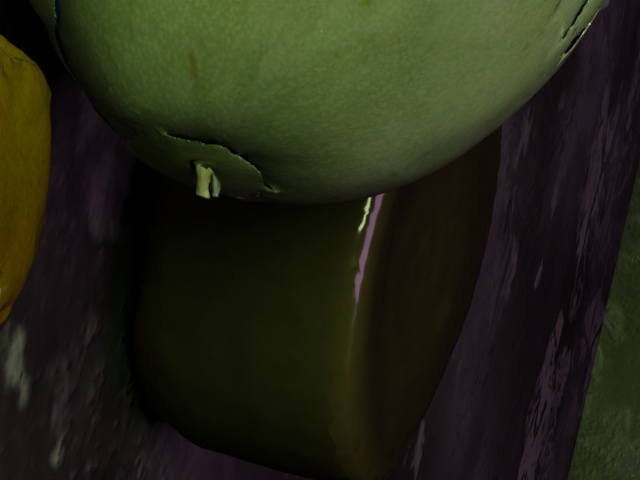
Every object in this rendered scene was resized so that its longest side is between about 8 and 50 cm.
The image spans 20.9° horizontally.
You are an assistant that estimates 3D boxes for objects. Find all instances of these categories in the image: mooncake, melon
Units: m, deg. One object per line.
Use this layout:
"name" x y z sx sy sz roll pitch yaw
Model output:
"mooncake" 0.000 0.000 1.058 0.284 0.155 0.284 14 90 -74
"melon" 0.008 -0.162 0.788 0.330 0.268 0.268 -62 158 -21

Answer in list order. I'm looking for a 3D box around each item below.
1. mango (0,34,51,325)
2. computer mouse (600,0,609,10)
"mango" -0.163 -0.005 0.550 0.151 0.156 0.248 61 29 -8
"computer mouse" 0.252 -0.345 1.737 0.159 0.097 0.288 76 19 -52
